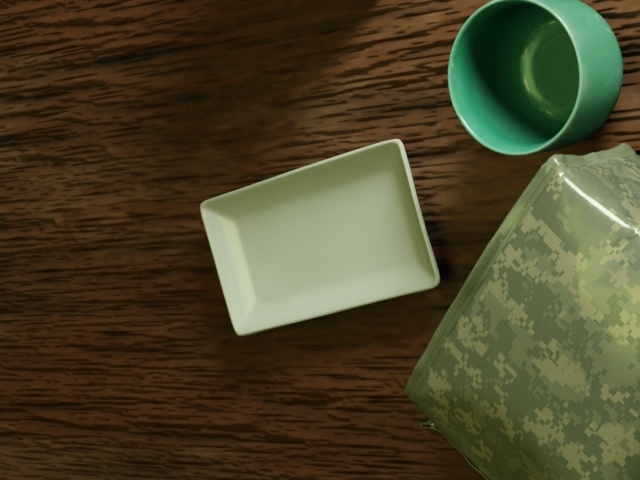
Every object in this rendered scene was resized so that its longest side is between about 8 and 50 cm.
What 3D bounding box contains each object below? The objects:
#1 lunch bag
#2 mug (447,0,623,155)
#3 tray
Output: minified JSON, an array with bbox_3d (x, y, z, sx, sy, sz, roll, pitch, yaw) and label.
[{"bbox_3d":[0.224,0.106,1.267,0.235,0.169,0.287,45,120,23],"label":"lunch bag"},{"bbox_3d":[0.191,-0.150,1.284,0.129,0.097,0.157,46,123,23],"label":"mug"},{"bbox_3d":[0.000,0.000,1.516,0.270,0.030,0.145,-16,88,40],"label":"tray"}]
